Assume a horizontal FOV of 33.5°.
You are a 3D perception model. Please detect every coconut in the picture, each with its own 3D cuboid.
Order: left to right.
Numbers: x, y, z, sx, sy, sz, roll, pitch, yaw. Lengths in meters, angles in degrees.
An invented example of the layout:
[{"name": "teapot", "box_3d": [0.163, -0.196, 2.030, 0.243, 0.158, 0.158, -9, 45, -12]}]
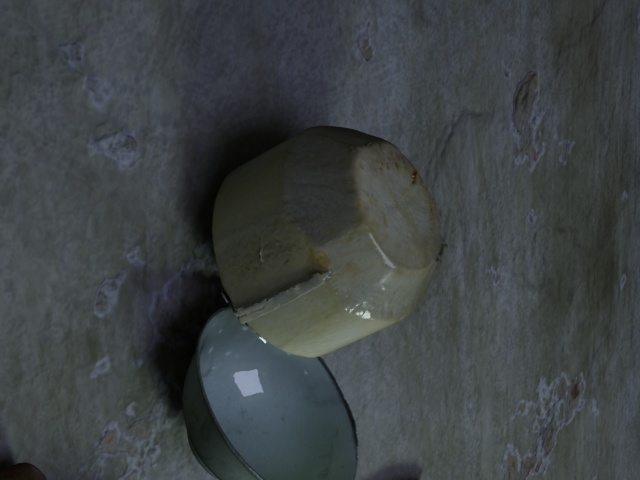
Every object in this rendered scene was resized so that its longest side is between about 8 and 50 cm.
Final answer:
[{"name": "coconut", "box_3d": [0.000, 0.000, 1.475, 0.323, 0.323, 0.322, -18, 115, -46]}]

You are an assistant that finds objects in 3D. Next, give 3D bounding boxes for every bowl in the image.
[{"name": "bowl", "box_3d": [-0.100, 0.259, 1.506, 0.313, 0.146, 0.313, 37, 32, -28]}]

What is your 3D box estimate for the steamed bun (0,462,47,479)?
[{"name": "steamed bun", "box_3d": [-0.384, 0.366, 1.263, 0.145, 0.106, 0.175, -17, 116, -46]}]
